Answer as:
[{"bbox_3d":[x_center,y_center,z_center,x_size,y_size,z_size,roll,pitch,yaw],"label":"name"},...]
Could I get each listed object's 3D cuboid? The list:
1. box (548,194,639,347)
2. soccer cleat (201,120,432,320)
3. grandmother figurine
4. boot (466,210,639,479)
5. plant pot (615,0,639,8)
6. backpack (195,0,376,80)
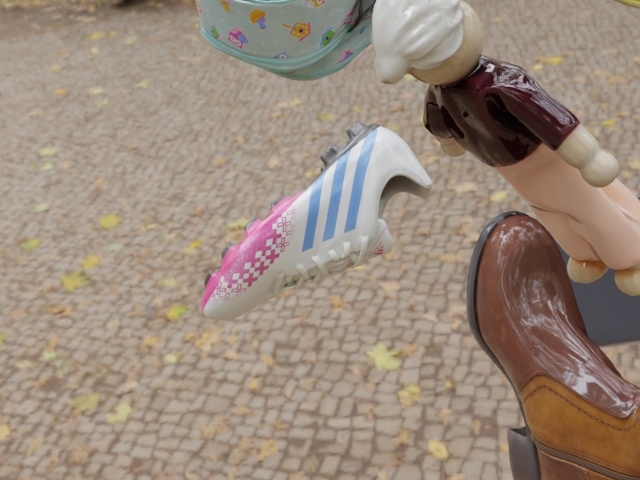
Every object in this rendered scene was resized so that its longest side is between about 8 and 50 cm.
[{"bbox_3d":[0.480,0.035,1.202,0.294,0.183,0.296,-8,-9,-19],"label":"box"},{"bbox_3d":[0.000,0.000,1.112,0.143,0.116,0.331,44,85,10],"label":"soccer cleat"},{"bbox_3d":[0.162,-0.091,0.757,0.207,0.342,0.104,2,55,56],"label":"grandmother figurine"},{"bbox_3d":[0.223,0.110,0.637,0.096,0.264,0.280,-8,5,-24],"label":"boot"},{"bbox_3d":[0.130,-0.178,0.404,0.134,0.134,0.095,-18,26,-16],"label":"plant pot"},{"bbox_3d":[-0.029,-0.239,0.870,0.165,0.144,0.188,29,48,26],"label":"backpack"}]
